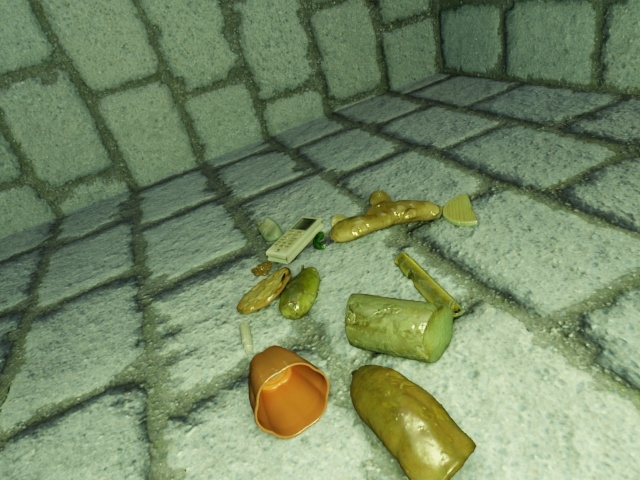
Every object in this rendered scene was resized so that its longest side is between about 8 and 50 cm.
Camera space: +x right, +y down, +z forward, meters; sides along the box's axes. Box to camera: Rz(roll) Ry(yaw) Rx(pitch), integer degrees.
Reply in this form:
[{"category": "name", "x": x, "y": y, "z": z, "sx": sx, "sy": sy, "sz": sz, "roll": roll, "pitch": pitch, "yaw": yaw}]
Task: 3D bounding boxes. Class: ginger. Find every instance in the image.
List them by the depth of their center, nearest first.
[{"category": "ginger", "x": 0.248, "y": -0.094, "z": 1.626, "sx": 0.348, "sy": 0.122, "sz": 0.363, "roll": 5, "pitch": 26, "yaw": 44}]

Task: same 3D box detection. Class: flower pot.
[{"category": "flower pot", "x": -0.094, "y": 0.355, "z": 1.039, "sx": 0.190, "sy": 0.191, "sz": 0.173, "roll": -27, "pitch": 19, "yaw": -17}]

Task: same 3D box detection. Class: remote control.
[{"category": "remote control", "x": -0.100, "y": -0.010, "z": 1.712, "sx": 0.103, "sy": 0.056, "sz": 0.277, "roll": 8, "pitch": 39, "yaw": 33}]

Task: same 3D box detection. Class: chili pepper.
[{"category": "chili pepper", "x": -0.008, "y": 0.002, "z": 1.672, "sx": 0.055, "sy": 0.035, "sz": 0.118, "roll": -30, "pitch": 26, "yaw": 10}]

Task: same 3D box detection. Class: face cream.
[{"category": "face cream", "x": -0.227, "y": 0.302, "z": 1.299, "sx": 0.034, "sy": 0.034, "sz": 0.130, "roll": -21, "pitch": 31, "yaw": -7}]

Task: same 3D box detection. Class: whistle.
[{"category": "whistle", "x": 0.324, "y": 0.134, "z": 1.286, "sx": 0.068, "sy": 0.057, "sz": 0.326, "roll": -21, "pitch": 32, "yaw": -8}]

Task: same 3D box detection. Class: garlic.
[{"category": "garlic", "x": 0.077, "y": -0.085, "z": 1.766, "sx": 0.083, "sy": 0.041, "sz": 0.053, "roll": -17, "pitch": 35, "yaw": -15}]

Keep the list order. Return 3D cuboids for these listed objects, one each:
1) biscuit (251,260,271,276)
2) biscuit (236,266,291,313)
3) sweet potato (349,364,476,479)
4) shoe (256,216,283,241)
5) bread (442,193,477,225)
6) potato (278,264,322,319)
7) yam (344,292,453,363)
[{"category": "biscuit", "x": -0.221, "y": 0.107, "z": 1.622, "sx": 0.082, "sy": 0.016, "sz": 0.092, "roll": 13, "pitch": 43, "yaw": 39}, {"category": "biscuit", "x": -0.183, "y": 0.168, "z": 1.445, "sx": 0.203, "sy": 0.041, "sz": 0.260, "roll": -26, "pitch": 15, "yaw": 36}, {"category": "sweet potato", "x": 0.163, "y": 0.368, "z": 0.906, "sx": 0.157, "sy": 0.158, "sz": 0.369, "roll": -29, "pitch": 35, "yaw": -20}, {"category": "shoe", "x": -0.231, "y": -0.061, "z": 1.834, "sx": 0.079, "sy": 0.078, "sz": 0.195, "roll": -27, "pitch": 29, "yaw": -19}, {"category": "bread", "x": 0.521, "y": -0.105, "z": 1.596, "sx": 0.112, "sy": 0.036, "sz": 0.193, "roll": -12, "pitch": 35, "yaw": 14}, {"category": "potato", "x": -0.062, "y": 0.167, "z": 1.381, "sx": 0.117, "sy": 0.090, "sz": 0.225, "roll": 3, "pitch": 39, "yaw": 21}, {"category": "yam", "x": 0.196, "y": 0.226, "z": 1.104, "sx": 0.268, "sy": 0.161, "sz": 0.161, "roll": 5, "pitch": 37, "yaw": 31}]
